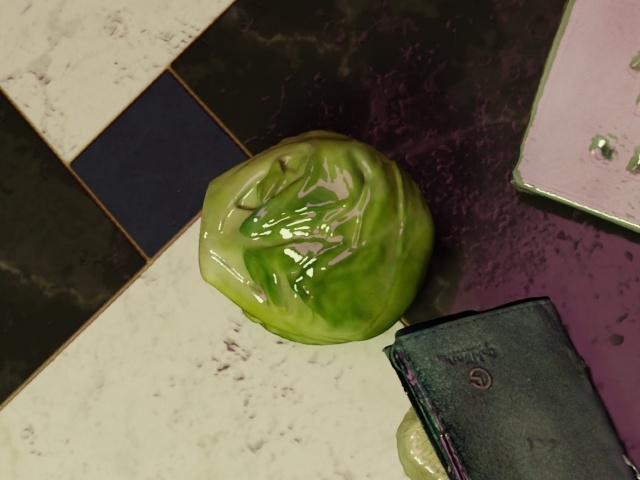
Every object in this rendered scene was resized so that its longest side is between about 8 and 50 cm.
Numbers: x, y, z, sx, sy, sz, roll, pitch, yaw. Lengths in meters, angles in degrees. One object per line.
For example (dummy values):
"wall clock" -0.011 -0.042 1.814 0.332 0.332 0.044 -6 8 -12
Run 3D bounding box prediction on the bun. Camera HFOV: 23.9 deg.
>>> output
"bun" 0.125 0.186 1.366 0.115 0.069 0.115 1 78 -4

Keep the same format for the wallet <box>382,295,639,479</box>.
"wallet" 0.206 0.226 1.288 0.046 0.191 0.379 -50 58 49

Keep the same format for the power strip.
"power strip" 0.295 -0.117 1.392 0.198 0.064 0.213 22 97 19

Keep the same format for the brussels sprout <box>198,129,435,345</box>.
"brussels sprout" 0.000 0.000 1.410 0.223 0.161 0.223 4 101 20
